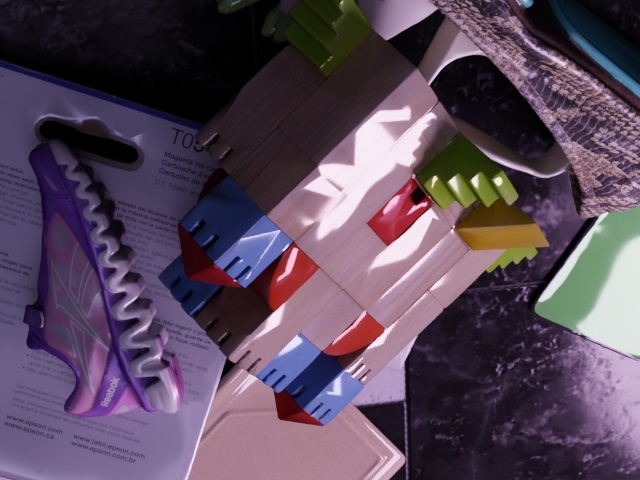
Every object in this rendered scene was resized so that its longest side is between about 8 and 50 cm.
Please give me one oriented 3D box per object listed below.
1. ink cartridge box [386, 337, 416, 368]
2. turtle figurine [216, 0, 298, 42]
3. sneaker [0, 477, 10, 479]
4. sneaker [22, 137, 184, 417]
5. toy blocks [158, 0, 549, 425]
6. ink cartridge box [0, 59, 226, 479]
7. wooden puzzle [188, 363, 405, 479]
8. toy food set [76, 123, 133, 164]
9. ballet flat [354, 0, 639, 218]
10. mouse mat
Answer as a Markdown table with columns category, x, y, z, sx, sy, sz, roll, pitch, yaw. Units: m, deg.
| category | x | y | z | sx | sy | sz | roll | pitch | yaw |
| --- | --- | --- | --- | --- | --- | --- | --- | --- | --- |
| ink cartridge box | -0.001 | 0.011 | 1.246 | 0.232 | 0.066 | 0.189 | 12 | 118 | -24 |
| turtle figurine | -0.097 | -0.266 | 0.983 | 0.198 | 0.275 | 0.266 | 4 | 132 | 30 |
| sneaker | -0.401 | 0.105 | 1.219 | 0.366 | 0.135 | 0.150 | 27 | 83 | -17 |
| sneaker | -0.192 | 0.039 | 1.072 | 0.104 | 0.095 | 0.236 | -20 | 93 | 1 |
| toy blocks | 0.000 | 0.000 | 1.060 | 0.261 | 0.191 | 0.381 | -44 | 147 | 0 |
| ink cartridge box | -0.229 | 0.035 | 1.143 | 0.324 | 0.071 | 0.330 | 18 | 86 | -6 |
| wooden puzzle | -0.057 | 0.229 | 1.344 | 0.221 | 0.044 | 0.239 | -45 | 121 | -4 |
| toy food set | -0.184 | -0.013 | 1.207 | 0.132 | 0.038 | 0.192 | 12 | 118 | -15 |
| ballet flat | 0.131 | -0.174 | 1.097 | 0.182 | 0.164 | 0.483 | -33 | 123 | 22 |
| mouse mat | 0.312 | 0.025 | 1.321 | 0.152 | 0.007 | 0.190 | 23 | 114 | -20 |
